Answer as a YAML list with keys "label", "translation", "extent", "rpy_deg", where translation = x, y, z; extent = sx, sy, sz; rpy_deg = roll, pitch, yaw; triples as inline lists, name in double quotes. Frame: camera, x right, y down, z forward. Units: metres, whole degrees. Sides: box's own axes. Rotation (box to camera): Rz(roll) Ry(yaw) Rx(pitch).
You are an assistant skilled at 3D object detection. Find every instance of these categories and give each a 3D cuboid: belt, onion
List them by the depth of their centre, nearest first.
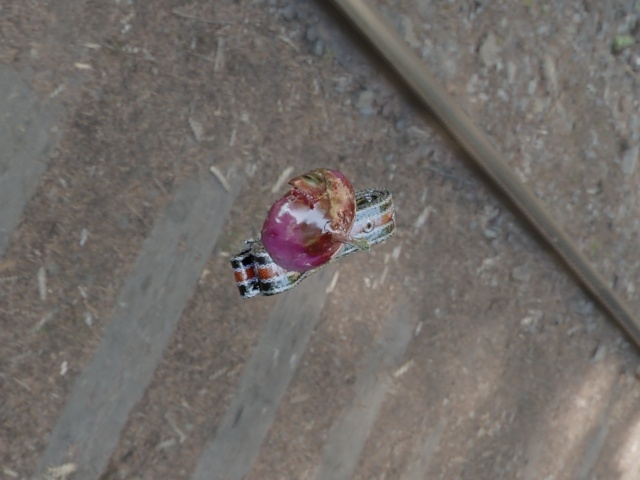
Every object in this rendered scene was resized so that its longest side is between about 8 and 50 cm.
- label: "onion"
  translation: [0.007, -0.011, 1.184]
  extent: [0.150, 0.140, 0.150]
  rpy_deg: [-37, 147, -28]
- label: "belt"
  translation: [0.000, 0.000, 1.661]
  extent: [0.360, 0.126, 0.094]
  rpy_deg: [-26, 110, -31]
